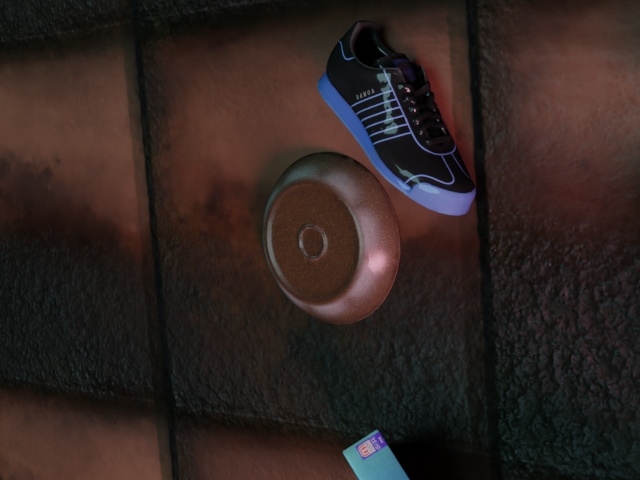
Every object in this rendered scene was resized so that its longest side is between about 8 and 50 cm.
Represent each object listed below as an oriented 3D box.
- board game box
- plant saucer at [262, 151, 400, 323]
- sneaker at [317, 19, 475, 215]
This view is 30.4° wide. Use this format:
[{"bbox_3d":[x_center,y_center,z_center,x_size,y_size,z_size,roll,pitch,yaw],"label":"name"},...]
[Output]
[{"bbox_3d":[0.101,0.306,1.232,0.047,0.160,0.210,-32,72,-4],"label":"board game box"},{"bbox_3d":[0.000,0.000,1.334,0.199,0.036,0.198,8,102,39],"label":"plant saucer"},{"bbox_3d":[0.085,-0.129,1.209,0.232,0.081,0.090,49,132,24],"label":"sneaker"}]
